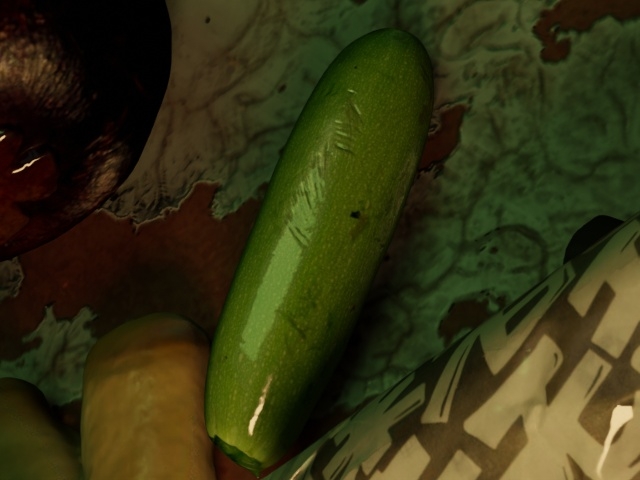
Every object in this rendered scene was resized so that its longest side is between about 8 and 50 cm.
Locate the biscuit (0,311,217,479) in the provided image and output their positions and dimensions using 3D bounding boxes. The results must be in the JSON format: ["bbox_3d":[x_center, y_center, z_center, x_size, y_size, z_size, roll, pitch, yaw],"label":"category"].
[{"bbox_3d":[-0.163,0.199,1.018,0.237,0.062,0.290,-22,55,27],"label":"biscuit"}]

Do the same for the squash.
[{"bbox_3d":[0.000,-0.001,0.989,0.082,0.082,0.292,10,73,41],"label":"squash"}]

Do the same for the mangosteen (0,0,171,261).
[{"bbox_3d":[-0.266,-0.147,1.127,0.307,0.307,0.347,-41,48,13],"label":"mangosteen"}]

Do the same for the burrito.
[{"bbox_3d":[0.124,0.079,0.789,0.445,0.101,0.139,-42,52,26],"label":"burrito"}]

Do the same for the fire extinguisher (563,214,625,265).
[{"bbox_3d":[0.204,0.037,0.828,0.062,0.050,0.177,-42,41,-23],"label":"fire extinguisher"}]
